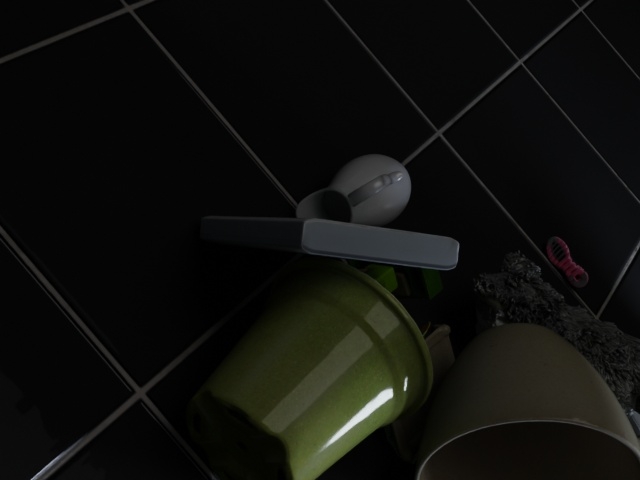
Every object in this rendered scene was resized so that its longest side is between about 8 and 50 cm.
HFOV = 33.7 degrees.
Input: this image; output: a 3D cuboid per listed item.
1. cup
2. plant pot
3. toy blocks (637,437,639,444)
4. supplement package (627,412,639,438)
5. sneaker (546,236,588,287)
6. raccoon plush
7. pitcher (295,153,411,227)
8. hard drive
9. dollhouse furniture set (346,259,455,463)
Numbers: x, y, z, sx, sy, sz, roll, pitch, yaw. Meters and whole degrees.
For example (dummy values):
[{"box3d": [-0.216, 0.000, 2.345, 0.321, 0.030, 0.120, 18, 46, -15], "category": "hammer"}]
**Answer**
[{"box3d": [0.304, 0.267, 1.597, 0.331, 0.331, 0.237, 28, 41, -24], "category": "cup"}, {"box3d": [-0.032, 0.204, 1.407, 0.276, 0.276, 0.254, 49, 51, -1], "category": "plant pot"}, {"box3d": [0.465, 0.467, 1.720, 0.261, 0.190, 0.381, 7, 45, -29], "category": "toy blocks"}, {"box3d": [0.668, 0.358, 1.911, 0.204, 0.145, 0.261, -26, 82, -9], "category": "supplement package"}, {"box3d": [0.509, 0.044, 2.180, 0.119, 0.047, 0.057, 57, 18, 7], "category": "sneaker"}, {"box3d": [0.467, 0.138, 1.772, 0.216, 0.446, 0.299, -27, 97, -66], "category": "raccoon plush"}, {"box3d": [0.082, -0.081, 1.769, 0.207, 0.178, 0.125, -28, 92, -49], "category": "pitcher"}, {"box3d": [0.000, 0.000, 1.498, 0.233, 0.353, 0.047, 7, 88, -27], "category": "hard drive"}, {"box3d": [0.099, 0.171, 1.677, 0.197, 0.151, 0.301, -34, 114, -44], "category": "dollhouse furniture set"}]
